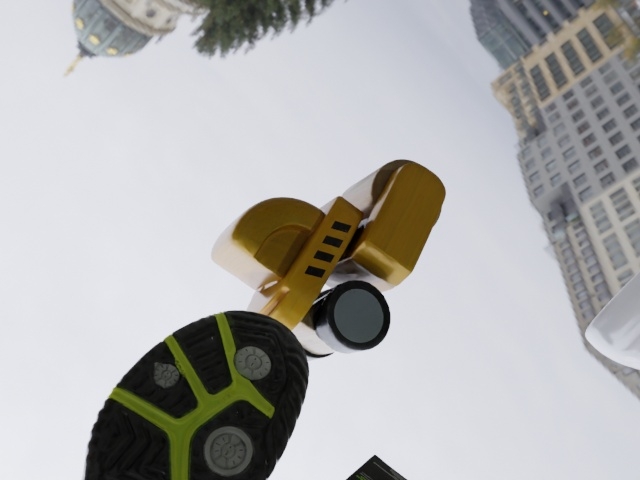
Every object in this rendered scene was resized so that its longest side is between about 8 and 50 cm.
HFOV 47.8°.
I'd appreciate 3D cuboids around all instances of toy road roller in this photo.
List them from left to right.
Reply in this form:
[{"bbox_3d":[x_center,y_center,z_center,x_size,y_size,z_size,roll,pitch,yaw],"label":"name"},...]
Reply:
[{"bbox_3d":[0.000,0.000,1.025,0.240,0.202,0.329,36,-113,-12],"label":"toy road roller"}]

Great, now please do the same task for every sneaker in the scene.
[{"bbox_3d":[-0.142,0.219,0.583,0.145,0.147,0.385,33,-120,2],"label":"sneaker"}]

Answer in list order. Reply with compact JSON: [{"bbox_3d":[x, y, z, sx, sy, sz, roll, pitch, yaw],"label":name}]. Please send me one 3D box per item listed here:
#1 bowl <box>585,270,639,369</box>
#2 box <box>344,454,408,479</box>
[{"bbox_3d":[0.337,0.074,0.680,0.142,0.142,0.053,18,-150,-35],"label":"bowl"},{"bbox_3d":[0.037,0.231,0.587,0.083,0.052,0.062,-32,-54,-26],"label":"box"}]
